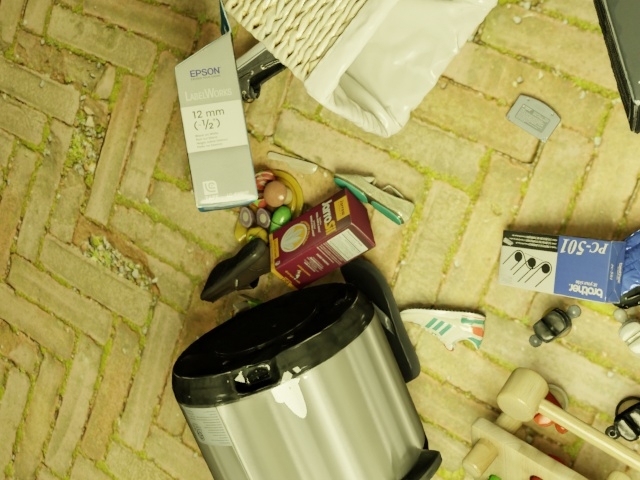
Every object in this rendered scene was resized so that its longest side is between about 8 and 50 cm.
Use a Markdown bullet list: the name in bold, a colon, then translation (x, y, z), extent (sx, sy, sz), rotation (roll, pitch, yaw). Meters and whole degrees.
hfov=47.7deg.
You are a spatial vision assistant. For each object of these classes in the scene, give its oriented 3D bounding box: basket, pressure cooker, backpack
- **basket**: translation (0.074, -0.393, 1.217), extent (0.266, 0.328, 0.331), rotation (43, 105, 21)
- **pressure cooker**: translation (-0.019, 0.325, 1.227), extent (0.375, 0.370, 0.421), rotation (-24, 100, -4)
- **backpack**: translation (0.507, 0.049, 1.160), extent (0.120, 0.098, 0.101), rotation (-42, 51, 24)

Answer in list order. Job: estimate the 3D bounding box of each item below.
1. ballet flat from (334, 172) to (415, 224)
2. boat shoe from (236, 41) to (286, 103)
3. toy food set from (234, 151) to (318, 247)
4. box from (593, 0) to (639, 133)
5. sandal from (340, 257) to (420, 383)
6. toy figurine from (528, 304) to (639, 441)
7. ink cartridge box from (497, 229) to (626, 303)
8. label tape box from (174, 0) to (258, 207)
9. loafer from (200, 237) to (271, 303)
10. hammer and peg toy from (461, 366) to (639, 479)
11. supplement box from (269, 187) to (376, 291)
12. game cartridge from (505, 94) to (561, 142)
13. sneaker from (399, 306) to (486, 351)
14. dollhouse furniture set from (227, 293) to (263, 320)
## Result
- **ballet flat**: translation (0.103, -0.089, 1.363), extent (0.168, 0.057, 0.052), rotation (35, 76, 16)
- **boat shoe**: translation (-0.142, -0.318, 1.450), extent (0.228, 0.080, 0.076), rotation (-35, 76, 12)
- **toy food set**: translation (-0.106, -0.072, 1.435), extent (0.128, 0.071, 0.218), rotation (26, 100, 21)
- **box**: translation (0.502, -0.336, 1.047), extent (0.182, 0.294, 0.297), rotation (-16, 85, 23)
- **sandal**: translation (0.104, 0.145, 1.333), extent (0.255, 0.054, 0.097), rotation (63, 146, 10)
- **toy figurine**: translation (0.440, 0.211, 1.169), extent (0.212, 0.148, 0.210), rotation (2, 86, 26)
- **ink cartridge box**: translation (0.389, 0.039, 1.186), extent (0.207, 0.046, 0.097), rotation (10, 96, 52)
- **label tape box**: translation (-0.195, -0.230, 1.293), extent (0.115, 0.249, 0.348), rotation (-11, 92, -7)
- **loafer**: translation (-0.162, 0.077, 1.445), extent (0.078, 0.080, 0.220), rotation (38, 135, -20)
- **hammer and peg toy**: translation (0.344, 0.378, 1.093), extent (0.265, 0.127, 0.362), rotation (27, 144, 36)
- **supplement box**: translation (0.000, 0.000, 1.362), extent (0.188, 0.081, 0.104), rotation (-31, 40, 21)
- **game cartridge**: translation (0.371, -0.214, 1.257), extent (0.083, 0.017, 0.056), rotation (38, 108, 18)
- **sneaker**: translation (0.216, 0.161, 1.306), extent (0.161, 0.057, 0.076), rotation (2, 86, 21)
- **dollhouse furniture set**: translation (-0.161, 0.148, 1.419), extent (0.058, 0.151, 0.076), rotation (21, 100, 21)
